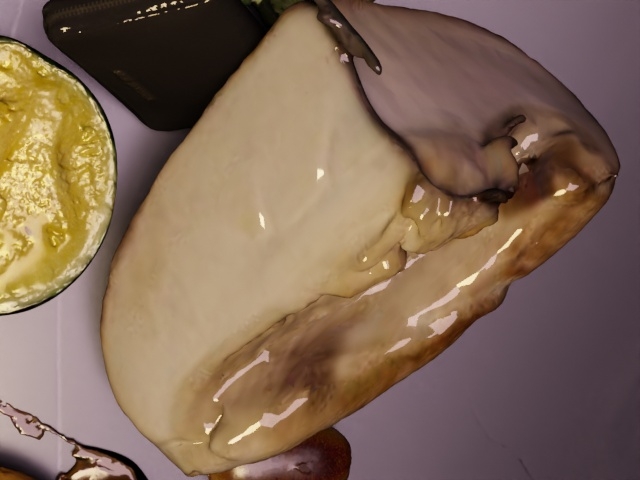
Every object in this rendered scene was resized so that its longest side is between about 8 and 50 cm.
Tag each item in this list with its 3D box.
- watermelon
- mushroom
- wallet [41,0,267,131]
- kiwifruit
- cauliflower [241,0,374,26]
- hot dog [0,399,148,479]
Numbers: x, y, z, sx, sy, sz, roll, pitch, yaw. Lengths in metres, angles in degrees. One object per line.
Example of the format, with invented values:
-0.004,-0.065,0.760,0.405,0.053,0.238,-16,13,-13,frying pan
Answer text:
-0.266,-0.044,1.528,0.204,0.127,0.232,10,92,-13,watermelon
0.012,0.008,1.565,0.224,0.313,0.397,50,118,18,mushroom
-0.108,-0.138,1.495,0.149,0.250,0.044,-10,73,12,wallet
-0.036,0.186,1.631,0.124,0.075,0.075,-5,97,-16,kiwifruit
-0.027,-0.257,1.523,0.272,0.275,0.250,-45,137,-21,cauliflower
-0.282,0.242,1.569,0.326,0.107,0.194,-17,99,-10,hot dog
